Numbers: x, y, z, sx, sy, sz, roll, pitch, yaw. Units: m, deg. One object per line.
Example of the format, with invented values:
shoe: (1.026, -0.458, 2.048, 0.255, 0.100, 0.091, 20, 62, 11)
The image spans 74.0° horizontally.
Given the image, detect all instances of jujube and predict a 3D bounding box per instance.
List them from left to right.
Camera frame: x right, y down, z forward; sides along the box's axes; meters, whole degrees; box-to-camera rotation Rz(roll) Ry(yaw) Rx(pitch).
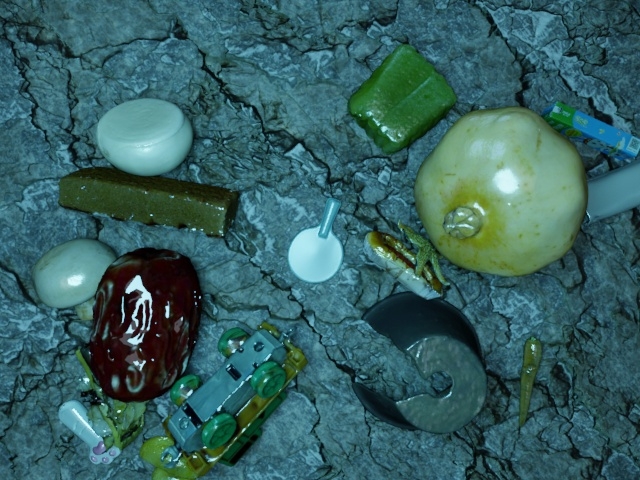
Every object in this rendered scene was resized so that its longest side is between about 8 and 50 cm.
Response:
jujube: (-0.416, 0.193, 1.031, 0.259, 0.258, 0.375, -3, 78, -2)

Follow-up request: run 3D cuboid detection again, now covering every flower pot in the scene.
flower pot: (0.272, 0.325, 1.063, 0.381, 0.251, 0.378, 0, 86, -3)

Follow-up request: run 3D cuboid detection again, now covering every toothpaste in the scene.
toothpaste: (0.757, -0.305, 1.192, 0.267, 0.065, 0.050, 24, 90, -1)

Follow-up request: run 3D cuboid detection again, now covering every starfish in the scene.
starfish: (0.281, 0.031, 1.133, 0.053, 0.176, 0.207, -36, 63, 29)

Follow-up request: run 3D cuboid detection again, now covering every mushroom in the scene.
mushroom: (-0.604, 0.097, 1.078, 0.206, 0.206, 0.209, -40, 108, -3)

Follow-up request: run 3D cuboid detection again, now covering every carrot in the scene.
carrot: (0.572, 0.389, 1.170, 0.049, 0.049, 0.253, 10, 90, -1)

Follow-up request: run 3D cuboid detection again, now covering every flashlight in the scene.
flashlight: (-0.612, 0.506, 1.124, 0.093, 0.047, 0.200, -44, 90, -2)

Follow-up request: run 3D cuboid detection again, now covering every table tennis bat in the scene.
table tennis bat: (0.000, 0.000, 1.170, 0.153, 0.040, 0.243, 19, 91, -2)

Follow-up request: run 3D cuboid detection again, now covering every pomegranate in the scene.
pomegranate: (0.415, -0.101, 1.017, 0.413, 0.411, 0.410, 0, 88, -2)

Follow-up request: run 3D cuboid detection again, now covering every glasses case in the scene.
glasses case: (0.837, -0.147, 1.180, 0.309, 0.083, 0.128, -21, 83, -2)

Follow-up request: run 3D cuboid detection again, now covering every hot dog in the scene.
hot dog: (0.220, 0.064, 1.127, 0.253, 0.131, 0.069, 39, 116, 3)

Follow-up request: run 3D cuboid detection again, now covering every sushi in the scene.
sushi: (-0.537, 0.391, 1.105, 0.131, 0.139, 0.290, -22, 88, 17)

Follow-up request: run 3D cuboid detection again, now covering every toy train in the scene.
toy train: (-0.197, 0.391, 1.054, 0.429, 0.249, 0.178, -44, 52, -17)

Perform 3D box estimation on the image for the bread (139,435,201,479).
bread: (-0.405, 0.609, 1.121, 0.188, 0.065, 0.149, 33, 92, -2)

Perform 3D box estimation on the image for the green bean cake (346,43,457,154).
green bean cake: (0.211, -0.371, 1.149, 0.248, 0.125, 0.222, -41, 88, -5)

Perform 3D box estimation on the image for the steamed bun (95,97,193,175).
steamed bun: (-0.444, -0.254, 1.098, 0.232, 0.145, 0.231, 1, 51, -1)

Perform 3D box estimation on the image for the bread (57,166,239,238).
bread: (-0.429, -0.100, 1.088, 0.418, 0.165, 0.113, 11, 109, 0)
